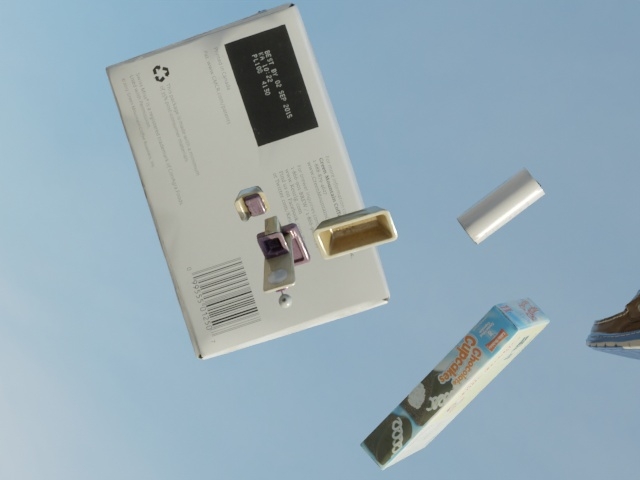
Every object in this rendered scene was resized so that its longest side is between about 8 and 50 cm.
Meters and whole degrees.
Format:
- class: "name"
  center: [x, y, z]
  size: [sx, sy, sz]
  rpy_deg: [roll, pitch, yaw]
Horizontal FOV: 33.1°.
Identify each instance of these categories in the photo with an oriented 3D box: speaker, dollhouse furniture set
- class: "speaker"
  center: [0.284, -0.055, 1.696]
  size: [0.136, 0.055, 0.055]
  rpy_deg: [-38, -129, 9]
- class: "dollhouse furniture set"
  center: [0.000, 0.000, 0.854]
  size: [0.081, 0.114, 0.091]
  rpy_deg: [-95, 166, -53]

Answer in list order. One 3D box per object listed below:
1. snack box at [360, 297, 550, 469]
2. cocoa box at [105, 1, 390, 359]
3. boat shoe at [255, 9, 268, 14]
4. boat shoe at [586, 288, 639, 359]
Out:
- class: "snack box"
  center: [0.218, 0.226, 1.724]
  size: [0.060, 0.187, 0.322]
  rpy_deg: [47, -71, 18]
- class: "cocoa box"
  center: [-0.078, -0.066, 1.281]
  size: [0.228, 0.231, 0.347]
  rpy_deg: [-77, 149, -88]
- class: "boat shoe"
  center: [-0.061, -0.294, 1.571]
  size: [0.043, 0.049, 0.137]
  rpy_deg: [-31, -132, 15]
- class: "boat shoe"
  center: [0.288, 0.059, 0.872]
  size: [0.183, 0.066, 0.066]
  rpy_deg: [-18, -118, 60]
